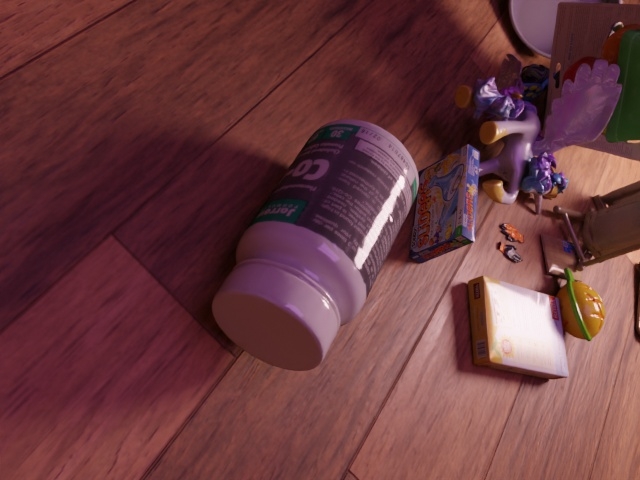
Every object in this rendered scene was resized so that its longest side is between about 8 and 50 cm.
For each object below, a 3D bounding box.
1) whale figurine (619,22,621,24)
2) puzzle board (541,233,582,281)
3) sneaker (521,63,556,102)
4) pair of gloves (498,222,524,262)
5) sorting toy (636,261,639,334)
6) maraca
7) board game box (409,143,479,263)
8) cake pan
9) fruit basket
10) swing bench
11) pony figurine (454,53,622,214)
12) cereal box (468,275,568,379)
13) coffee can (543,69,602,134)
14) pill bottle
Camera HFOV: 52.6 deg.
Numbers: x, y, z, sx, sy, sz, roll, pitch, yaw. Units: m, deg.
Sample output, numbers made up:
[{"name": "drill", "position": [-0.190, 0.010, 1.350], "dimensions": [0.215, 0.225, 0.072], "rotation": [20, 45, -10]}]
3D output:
[{"name": "whale figurine", "position": [0.724, -0.632, 1.844], "dimensions": [0.216, 0.141, 0.272], "rotation": [-13, 64, -35]}, {"name": "puzzle board", "position": [0.561, 0.042, 1.510], "dimensions": [0.128, 0.011, 0.097], "rotation": [13, 63, -33]}, {"name": "sneaker", "position": [0.531, -0.402, 1.645], "dimensions": [0.188, 0.067, 0.078], "rotation": [-31, 71, -39]}, {"name": "pair of gloves", "position": [0.419, 0.004, 1.418], "dimensions": [0.074, 0.010, 0.083], "rotation": [30, 57, -24]}, {"name": "sorting toy", "position": [0.936, 0.215, 1.702], "dimensions": [0.307, 0.041, 0.229], "rotation": [33, 55, -22]}, {"name": "maraca", "position": [0.564, 0.139, 1.418], "dimensions": [0.127, 0.099, 0.186], "rotation": [60, 26, -26]}, {"name": "board game box", "position": [0.235, -0.068, 1.226], "dimensions": [0.035, 0.136, 0.201], "rotation": [27, 57, -27]}, {"name": "cake pan", "position": [0.637, -0.612, 1.706], "dimensions": [0.292, 0.054, 0.294], "rotation": [0, 89, 2]}, {"name": "fruit basket", "position": [0.657, -0.357, 1.449], "dimensions": [0.165, 0.353, 0.327], "rotation": [-10, 113, -22]}, {"name": "swing bench", "position": [0.738, -0.061, 1.519], "dimensions": [0.254, 0.253, 0.165], "rotation": [-13, 80, -42]}, {"name": "pony figurine", "position": [0.428, -0.230, 1.386], "dimensions": [0.363, 0.302, 0.351], "rotation": [0, 104, -41]}, {"name": "cereal box", "position": [0.400, 0.180, 1.307], "dimensions": [0.240, 0.047, 0.173], "rotation": [17, 62, -32]}, {"name": "coffee can", "position": [0.732, -0.353, 1.665], "dimensions": [0.275, 0.201, 0.202], "rotation": [-9, 77, -44]}, {"name": "pill bottle", "position": [0.000, 0.000, 0.975], "dimensions": [0.204, 0.204, 0.361], "rotation": [42, 51, -16]}]
